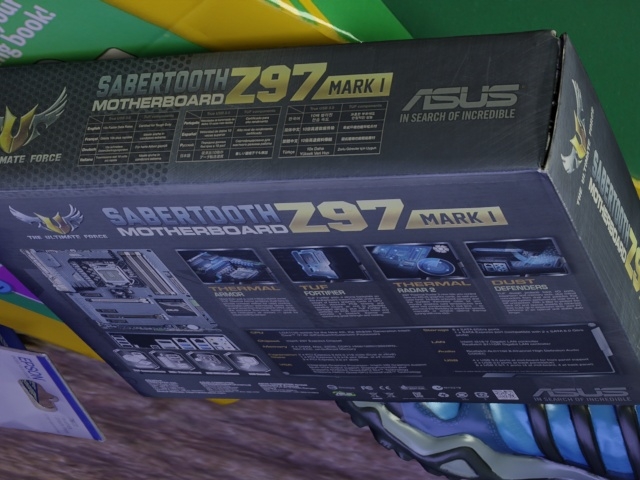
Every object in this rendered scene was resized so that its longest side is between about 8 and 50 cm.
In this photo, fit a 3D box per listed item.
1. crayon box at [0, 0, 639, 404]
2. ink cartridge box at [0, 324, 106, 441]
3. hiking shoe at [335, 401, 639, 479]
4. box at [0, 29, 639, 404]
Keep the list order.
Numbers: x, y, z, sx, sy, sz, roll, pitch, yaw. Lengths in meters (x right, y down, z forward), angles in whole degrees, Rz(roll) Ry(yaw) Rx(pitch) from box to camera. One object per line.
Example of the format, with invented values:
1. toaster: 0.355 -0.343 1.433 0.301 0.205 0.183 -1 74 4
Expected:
1. crayon box: -0.074 -0.058 0.779 0.313 0.106 0.363 24 151 -26
2. ink cartridge box: -0.307 0.059 1.174 0.332 0.065 0.165 7 155 9
3. hiking shoe: 0.143 0.080 1.038 0.304 0.113 0.132 24 123 -14
4. box: 0.000 0.000 0.678 0.232 0.059 0.183 -2 152 23
